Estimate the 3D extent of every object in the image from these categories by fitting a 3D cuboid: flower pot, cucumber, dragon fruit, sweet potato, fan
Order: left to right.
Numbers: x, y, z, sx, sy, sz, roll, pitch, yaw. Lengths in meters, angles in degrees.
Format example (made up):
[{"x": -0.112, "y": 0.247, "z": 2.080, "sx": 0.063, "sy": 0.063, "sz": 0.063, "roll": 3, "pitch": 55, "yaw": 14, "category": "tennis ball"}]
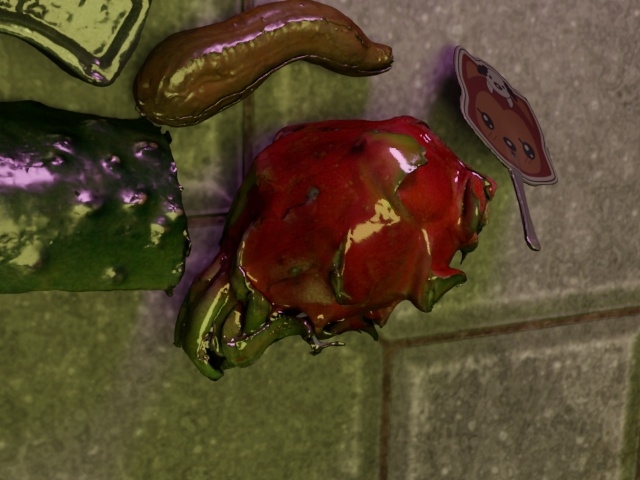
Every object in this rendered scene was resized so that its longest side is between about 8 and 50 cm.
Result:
[{"x": -0.253, "y": -0.029, "z": 0.688, "sx": 0.325, "sy": 0.105, "sz": 0.145, "roll": 1, "pitch": 103, "yaw": -29, "category": "cucumber"}, {"x": -0.237, "y": -0.192, "z": 0.667, "sx": 0.229, "sy": 0.108, "sz": 0.103, "roll": 19, "pitch": 96, "yaw": -27, "category": "flower pot"}, {"x": -0.047, "y": -0.153, "z": 0.784, "sx": 0.233, "sy": 0.062, "sz": 0.081, "roll": -18, "pitch": 125, "yaw": -21, "category": "sweet potato"}, {"x": 0.016, "y": 0.015, "z": 0.779, "sx": 0.200, "sy": 0.198, "sz": 0.269, "roll": 26, "pitch": 82, "yaw": 7, "category": "dragon fruit"}, {"x": 0.166, "y": -0.077, "z": 0.828, "sx": 0.132, "sy": 0.220, "sz": 0.009, "roll": 27, "pitch": 133, "yaw": -33, "category": "fan"}]
